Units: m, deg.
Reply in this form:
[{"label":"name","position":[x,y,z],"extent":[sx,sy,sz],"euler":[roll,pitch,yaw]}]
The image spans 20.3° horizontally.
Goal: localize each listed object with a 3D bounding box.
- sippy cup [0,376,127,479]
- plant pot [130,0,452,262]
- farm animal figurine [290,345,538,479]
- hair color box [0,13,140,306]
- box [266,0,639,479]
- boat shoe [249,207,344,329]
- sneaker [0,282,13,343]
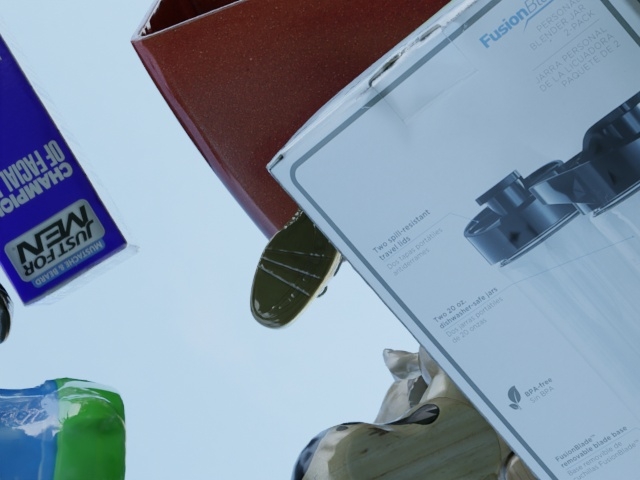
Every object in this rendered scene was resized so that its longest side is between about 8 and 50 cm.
[{"label":"sippy cup","position":[-0.229,0.166,0.882],"extent":[0.224,0.305,0.240],"euler":[12,-132,-14]},{"label":"plant pot","position":[0.025,-0.128,1.461],"extent":[0.267,0.267,0.236],"euler":[-84,-26,-72]},{"label":"farm animal figurine","position":[0.106,0.112,0.979],"extent":[0.172,0.326,0.330],"euler":[63,176,16]},{"label":"hair color box","position":[-0.285,-0.111,1.519],"extent":[0.339,0.110,0.185],"euler":[57,177,0]},{"label":"box","position":[0.139,0.018,0.718],"extent":[0.290,0.169,0.087],"euler":[48,-146,-5]},{"label":"boat shoe","position":[-0.001,-0.001,1.312],"extent":[0.153,0.056,0.048],"euler":[-67,-25,-10]},{"label":"sneaker","position":[-0.332,0.056,1.263],"extent":[0.232,0.090,0.081],"euler":[-9,-73,-22]}]
